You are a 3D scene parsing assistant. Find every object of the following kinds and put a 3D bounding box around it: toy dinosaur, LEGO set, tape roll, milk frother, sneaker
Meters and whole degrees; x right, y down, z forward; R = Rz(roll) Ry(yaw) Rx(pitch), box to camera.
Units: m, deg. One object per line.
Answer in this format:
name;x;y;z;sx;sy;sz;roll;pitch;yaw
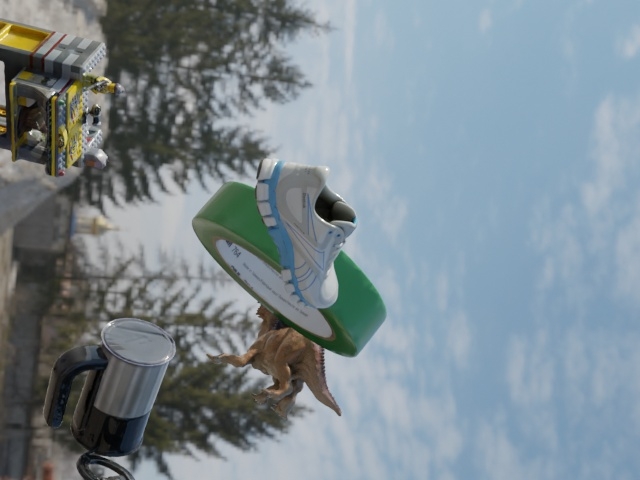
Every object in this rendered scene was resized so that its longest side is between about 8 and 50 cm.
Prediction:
toy dinosaur;-0.054;0.187;1.586;0.296;0.127;0.200;21;-116;46
LEGO set;-0.249;-0.138;0.649;0.255;0.192;0.331;-74;177;-61
tape roll;-0.049;0.046;1.376;0.077;0.321;0.321;-50;-170;-15
milk frother;-0.213;0.182;0.982;0.143;0.129;0.134;38;-61;28
sneaker;0.000;0.000;0.896;0.190;0.083;0.071;70;27;-43
